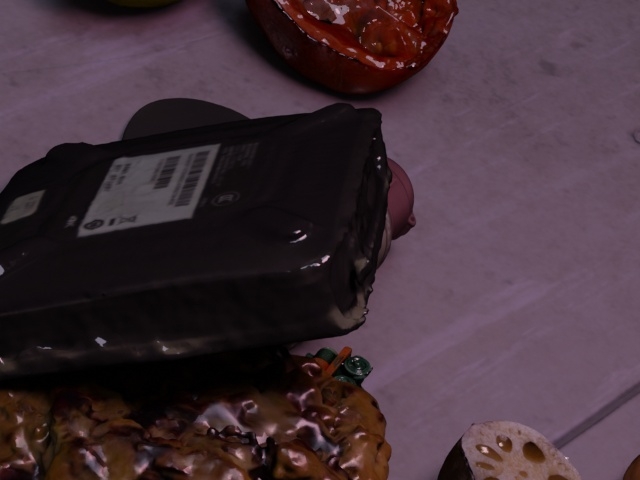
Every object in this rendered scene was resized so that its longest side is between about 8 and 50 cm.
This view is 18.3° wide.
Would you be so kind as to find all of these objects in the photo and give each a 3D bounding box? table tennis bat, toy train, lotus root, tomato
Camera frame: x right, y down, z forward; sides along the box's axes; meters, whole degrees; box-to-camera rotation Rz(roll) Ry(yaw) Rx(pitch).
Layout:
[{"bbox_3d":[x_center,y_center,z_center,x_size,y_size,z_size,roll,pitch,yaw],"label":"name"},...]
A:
[{"bbox_3d":[-0.113,-0.045,1.834,0.154,0.021,0.274,12,40,-9],"label":"table tennis bat"},{"bbox_3d":[0.001,0.126,1.682,0.064,0.044,0.103,23,40,18],"label":"toy train"},{"bbox_3d":[0.157,0.213,1.623,0.112,0.081,0.122,2,44,-23],"label":"lotus root"},{"bbox_3d":[0.022,-0.237,2.040,0.228,0.101,0.228,11,50,-14],"label":"tomato"}]

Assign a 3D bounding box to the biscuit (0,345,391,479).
[{"bbox_3d":[-0.110,0.136,1.521,0.334,0.081,0.289,10,22,8],"label":"biscuit"}]

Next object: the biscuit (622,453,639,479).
[{"bbox_3d":[0.442,0.294,1.665,0.365,0.062,0.385,-12,50,-35],"label":"biscuit"}]

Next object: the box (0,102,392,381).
[{"bbox_3d":[-0.121,-0.007,1.599,0.350,0.091,0.359,-7,23,10],"label":"box"}]

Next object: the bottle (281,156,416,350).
[{"bbox_3d":[0.000,0.000,1.763,0.110,0.110,0.233,33,43,14],"label":"bottle"}]

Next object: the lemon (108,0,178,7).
[{"bbox_3d":[-0.172,-0.325,1.991,0.184,0.184,0.248,30,42,10],"label":"lemon"}]
